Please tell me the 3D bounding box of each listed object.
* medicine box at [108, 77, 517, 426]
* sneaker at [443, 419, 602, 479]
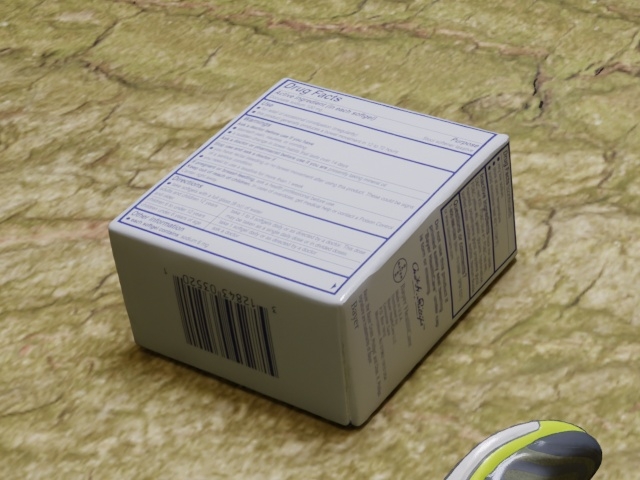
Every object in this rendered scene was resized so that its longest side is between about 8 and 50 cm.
[{"bbox_3d":[0.000,0.000,1.826,0.263,0.149,0.289,18,43,32],"label":"medicine box"},{"bbox_3d":[0.124,0.255,1.509,0.121,0.111,0.300,34,59,31],"label":"sneaker"}]
